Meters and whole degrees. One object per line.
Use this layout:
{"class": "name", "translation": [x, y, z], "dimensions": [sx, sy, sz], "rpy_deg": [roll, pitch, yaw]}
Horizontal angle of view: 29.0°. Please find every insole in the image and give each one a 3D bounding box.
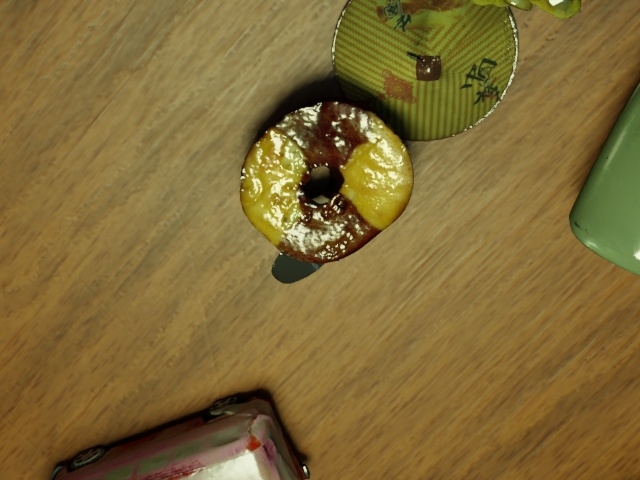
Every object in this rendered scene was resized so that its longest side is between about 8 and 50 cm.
{"class": "insole", "translation": [0.000, 0.000, 1.354], "dimensions": [0.045, 0.002, 0.135], "rpy_deg": [43, 106, -13]}

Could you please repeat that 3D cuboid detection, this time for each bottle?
{"class": "bottle", "translation": [0.390, -0.128, 1.216], "dimensions": [0.168, 0.168, 0.347], "rpy_deg": [23, 104, -7]}

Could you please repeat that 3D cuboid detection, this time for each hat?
{"class": "hat", "translation": [0.107, -0.181, 1.243], "dimensions": [0.193, 0.082, 0.193], "rpy_deg": [0, 110, 0]}

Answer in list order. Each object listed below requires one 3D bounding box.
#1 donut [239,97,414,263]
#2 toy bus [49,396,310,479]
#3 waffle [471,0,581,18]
{"class": "donut", "translation": [0.008, -0.069, 1.284], "dimensions": [0.166, 0.073, 0.184], "rpy_deg": [33, 114, -7]}
{"class": "toy bus", "translation": [-0.172, 0.283, 1.393], "dimensions": [0.303, 0.147, 0.127], "rpy_deg": [-21, 103, 8]}
{"class": "waffle", "translation": [0.162, -0.406, 1.154], "dimensions": [0.382, 0.095, 0.379], "rpy_deg": [16, 109, -2]}
